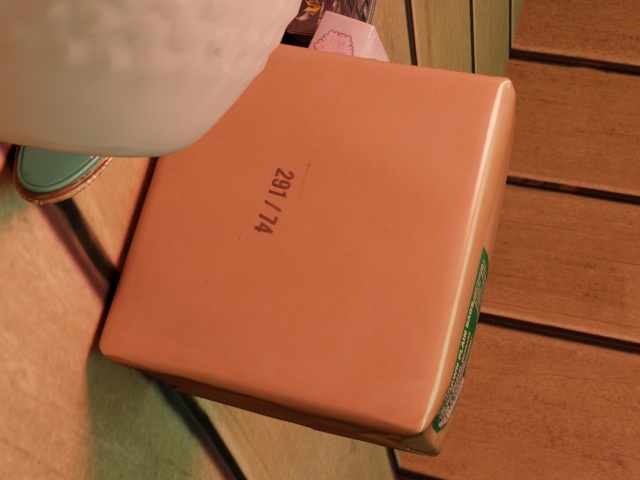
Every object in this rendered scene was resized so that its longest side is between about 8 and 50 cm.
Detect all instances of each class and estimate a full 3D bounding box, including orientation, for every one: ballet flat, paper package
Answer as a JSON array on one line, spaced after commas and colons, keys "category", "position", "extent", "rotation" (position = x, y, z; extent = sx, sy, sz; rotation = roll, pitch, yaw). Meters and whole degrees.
[{"category": "ballet flat", "position": [-0.163, -0.101, 0.794], "extent": [0.067, 0.073, 0.206], "rotation": [101, 10, -63]}, {"category": "paper package", "position": [0.000, 0.000, 0.977], "extent": [0.168, 0.309, 0.325], "rotation": [56, 48, -68]}]

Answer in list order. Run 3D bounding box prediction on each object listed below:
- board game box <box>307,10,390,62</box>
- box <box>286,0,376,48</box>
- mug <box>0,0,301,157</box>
[{"category": "board game box", "position": [0.004, -0.068, 1.289], "extent": [0.318, 0.066, 0.318], "rotation": [-65, 163, -6]}, {"category": "box", "position": [0.026, -0.320, 1.324], "extent": [0.183, 0.059, 0.233], "rotation": [49, 52, -70]}, {"category": "mug", "position": [-0.146, -0.219, 0.482], "extent": [0.374, 0.276, 0.328], "rotation": [-2, 112, -43]}]
